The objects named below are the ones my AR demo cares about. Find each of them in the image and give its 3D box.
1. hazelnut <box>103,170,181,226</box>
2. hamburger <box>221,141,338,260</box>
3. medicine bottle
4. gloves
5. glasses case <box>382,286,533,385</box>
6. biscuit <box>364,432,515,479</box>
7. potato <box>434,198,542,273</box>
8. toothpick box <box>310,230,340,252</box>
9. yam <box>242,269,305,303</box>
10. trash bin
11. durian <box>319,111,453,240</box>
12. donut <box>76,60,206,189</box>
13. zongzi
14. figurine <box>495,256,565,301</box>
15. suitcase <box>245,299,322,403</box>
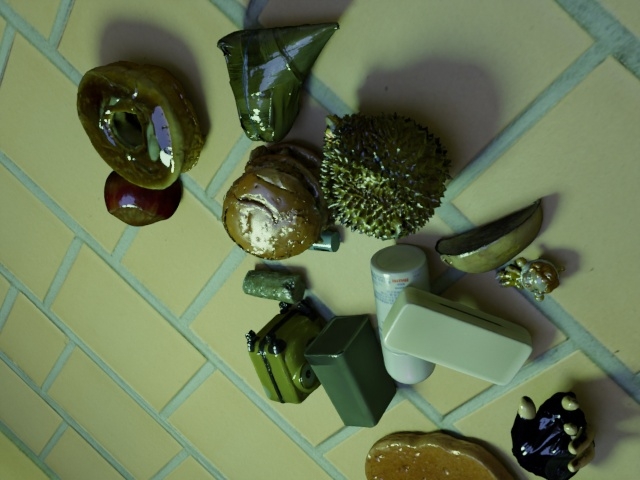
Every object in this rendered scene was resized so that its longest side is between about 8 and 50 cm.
[{"bbox_3d":[-0.468,-0.121,1.979,0.202,0.160,0.170,-5,140,-6],"label":"hazelnut"},{"bbox_3d":[-0.085,-0.079,1.707,0.245,0.211,0.260,32,128,4],"label":"hamburger"},{"bbox_3d":[0.197,0.184,1.743,0.130,0.130,0.340,8,123,30],"label":"medicine bottle"},{"bbox_3d":[0.519,0.428,1.677,0.197,0.152,0.301,23,155,11],"label":"gloves"},{"bbox_3d":[0.298,0.210,1.642,0.313,0.070,0.131,19,118,-10],"label":"glasses case"},{"bbox_3d":[0.327,0.656,2.023,0.456,0.078,0.349,3,124,33],"label":"biscuit"},{"bbox_3d":[0.353,0.024,1.544,0.261,0.120,0.100,-24,111,42],"label":"potato"},{"bbox_3d":[0.000,0.000,1.802,0.083,0.052,0.052,6,123,30],"label":"toothpick box"},{"bbox_3d":[-0.124,0.117,1.952,0.179,0.078,0.078,8,124,34],"label":"yam"},{"bbox_3d":[0.086,0.330,1.904,0.122,0.164,0.240,-7,119,37],"label":"trash bin"},{"bbox_3d":[0.120,-0.136,1.516,0.293,0.258,0.258,25,132,31],"label":"durian"},{"bbox_3d":[-0.428,-0.291,1.823,0.330,0.160,0.330,22,135,24],"label":"donut"},{"bbox_3d":[-0.061,-0.325,1.575,0.275,0.125,0.250,1,120,27],"label":"zongzi"},{"bbox_3d":[0.434,0.080,1.564,0.101,0.068,0.143,46,146,4],"label":"figurine"},{"bbox_3d":[-0.069,0.295,1.953,0.143,0.194,0.234,-1,118,38],"label":"suitcase"}]
